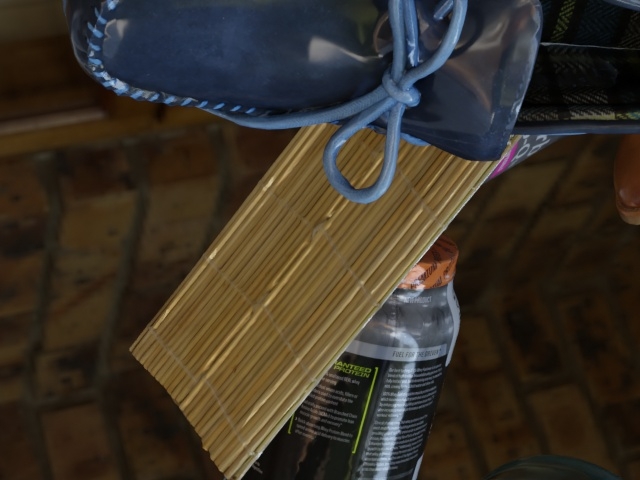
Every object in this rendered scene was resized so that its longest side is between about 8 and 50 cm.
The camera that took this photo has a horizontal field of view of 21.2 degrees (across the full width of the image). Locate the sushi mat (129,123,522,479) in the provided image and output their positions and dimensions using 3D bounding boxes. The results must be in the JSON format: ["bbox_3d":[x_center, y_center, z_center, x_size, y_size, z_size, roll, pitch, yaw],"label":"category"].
[{"bbox_3d":[0.000,0.000,1.134,0.316,0.019,0.151,-51,-133,12],"label":"sushi mat"}]

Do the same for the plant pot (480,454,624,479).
[{"bbox_3d":[0.159,0.295,1.300,0.255,0.271,0.272,-47,136,-62],"label":"plant pot"}]

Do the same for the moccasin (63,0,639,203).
[{"bbox_3d":[0.067,-0.096,0.722,0.138,0.342,0.117,99,-20,-51],"label":"moccasin"}]

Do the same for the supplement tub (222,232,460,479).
[{"bbox_3d":[0.025,0.135,1.689,0.193,0.193,0.316,46,-54,56],"label":"supplement tub"}]

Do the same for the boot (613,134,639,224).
[{"bbox_3d":[0.239,-0.170,1.194,0.109,0.283,0.220,-1,-46,45],"label":"boot"}]

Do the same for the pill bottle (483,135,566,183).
[{"bbox_3d":[0.138,-0.142,1.446,0.162,0.278,0.162,31,-44,35],"label":"pill bottle"}]
